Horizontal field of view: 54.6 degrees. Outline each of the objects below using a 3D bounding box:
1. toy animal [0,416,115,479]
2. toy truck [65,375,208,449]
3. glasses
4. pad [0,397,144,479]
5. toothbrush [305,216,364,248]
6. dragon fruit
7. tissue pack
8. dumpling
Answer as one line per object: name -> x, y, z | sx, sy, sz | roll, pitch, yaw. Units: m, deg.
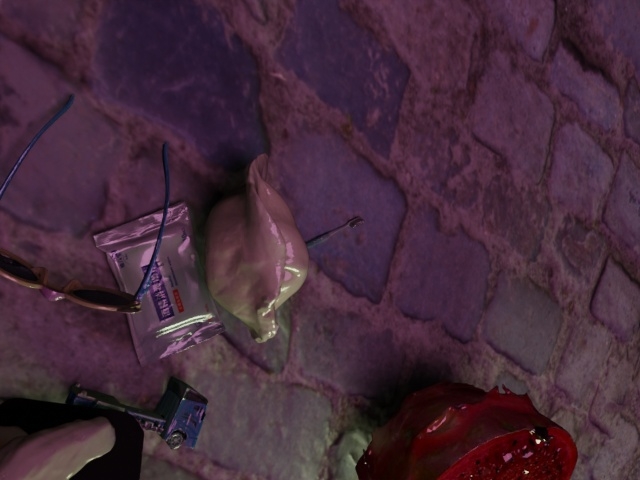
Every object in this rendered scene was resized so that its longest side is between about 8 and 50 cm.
toy animal -> -0.381, 0.330, 0.617 | 0.266, 0.188, 0.308 | -15, 121, -75
toy truck -> -0.232, 0.210, 0.802 | 0.175, 0.067, 0.081 | 28, 80, -33
glasses -> -0.268, -0.034, 0.713 | 0.190, 0.088, 0.220 | 24, 68, -22
pad -> -0.311, 0.322, 0.748 | 0.181, 0.004, 0.267 | 8, 100, -2
toothbrush -> 0.000, 0.000, 0.936 | 0.167, 0.014, 0.011 | -26, 125, -27
dragon fruit -> 0.225, 0.387, 1.058 | 0.386, 0.249, 0.371 | 14, 110, -33
tissue pack -> -0.203, 0.059, 0.802 | 0.122, 0.026, 0.193 | -24, 113, -27
dumpling -> -0.082, 0.016, 0.789 | 0.132, 0.162, 0.250 | -1, 103, -12
